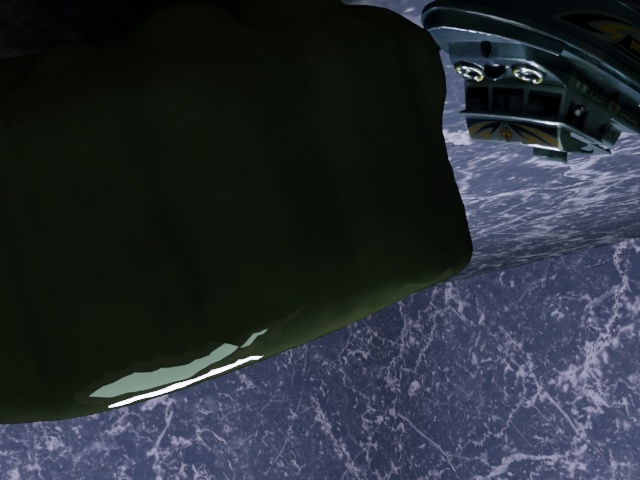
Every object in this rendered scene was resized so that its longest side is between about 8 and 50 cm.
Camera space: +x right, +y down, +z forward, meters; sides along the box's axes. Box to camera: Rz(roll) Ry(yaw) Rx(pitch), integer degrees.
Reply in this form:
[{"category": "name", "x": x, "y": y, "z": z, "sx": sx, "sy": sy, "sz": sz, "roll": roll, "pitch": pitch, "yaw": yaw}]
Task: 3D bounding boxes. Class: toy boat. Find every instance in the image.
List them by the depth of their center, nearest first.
[{"category": "toy boat", "x": 0.170, "y": -0.119, "z": 0.519, "sx": 0.296, "sy": 0.122, "sz": 0.114, "roll": 5, "pitch": -172, "yaw": -45}]

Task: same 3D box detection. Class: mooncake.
[{"category": "mooncake", "x": -0.088, "y": -0.030, "z": 0.469, "sx": 0.351, "sy": 0.187, "sz": 0.351, "roll": -15, "pitch": -170, "yaw": 3}]
